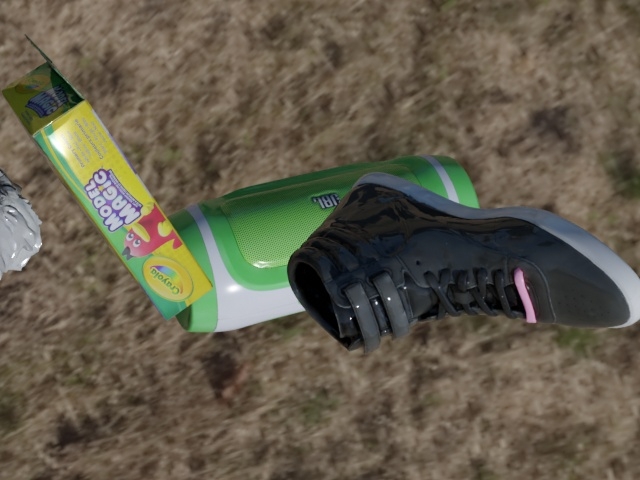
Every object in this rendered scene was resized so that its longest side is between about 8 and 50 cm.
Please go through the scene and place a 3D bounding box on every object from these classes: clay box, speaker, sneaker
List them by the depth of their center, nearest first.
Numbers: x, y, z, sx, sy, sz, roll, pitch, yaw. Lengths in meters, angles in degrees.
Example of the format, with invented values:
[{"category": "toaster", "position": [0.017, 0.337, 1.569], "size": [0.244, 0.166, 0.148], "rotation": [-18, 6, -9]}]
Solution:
[{"category": "sneaker", "position": [0.098, 0.042, 1.073], "size": [0.147, 0.296, 0.104], "rotation": [-43, 132, -30]}, {"category": "clay box", "position": [-0.176, -0.052, 1.090], "size": [0.053, 0.127, 0.222], "rotation": [-37, 120, -7]}, {"category": "speaker", "position": [0.000, 0.000, 1.331], "size": [0.297, 0.131, 0.131], "rotation": [-14, 81, -19]}]

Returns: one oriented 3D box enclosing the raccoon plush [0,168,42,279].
[{"category": "raccoon plush", "position": [-0.401, -0.179, 1.269], "size": [0.446, 0.216, 0.299], "rotation": [58, 23, -15]}]
